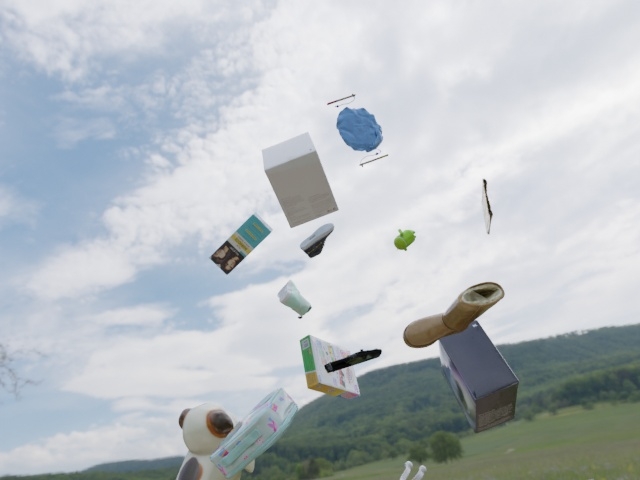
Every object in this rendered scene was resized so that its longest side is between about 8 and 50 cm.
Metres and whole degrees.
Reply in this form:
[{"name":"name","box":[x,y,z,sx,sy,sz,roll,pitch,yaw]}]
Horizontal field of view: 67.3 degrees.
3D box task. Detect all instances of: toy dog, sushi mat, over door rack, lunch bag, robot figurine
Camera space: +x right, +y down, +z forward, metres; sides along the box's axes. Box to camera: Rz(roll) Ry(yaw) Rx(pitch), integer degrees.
[{"name":"toy dog","box":[-0.419,0.808,1.760,0.285,0.407,0.396,-11,-18,43]},{"name":"sushi mat","box":[0.652,-0.126,1.886,0.019,0.151,0.316,-8,-14,16]},{"name":"over door rack","box":[0.263,0.732,1.292,0.108,0.239,0.324,-30,-16,-37]},{"name":"lunch bag","box":[-0.206,0.605,1.500,0.279,0.108,0.224,-45,-3,12]},{"name":"robot figurine","box":[0.371,-0.003,2.122,0.115,0.067,0.101,-38,-52,-26]}]

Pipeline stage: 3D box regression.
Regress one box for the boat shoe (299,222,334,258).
[{"name":"boat shoe","box":[0.000,0.000,2.156,0.183,0.065,0.083,-36,-57,5]}]

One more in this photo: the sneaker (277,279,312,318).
[{"name":"sneaker","box":[-0.115,0.273,2.214,0.151,0.256,0.094,38,-83,-10]}]

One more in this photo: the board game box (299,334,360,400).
[{"name":"board game box","box":[0.046,0.596,2.240,0.064,0.242,0.317,-34,-43,25]}]

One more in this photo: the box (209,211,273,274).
[{"name":"box","box":[-0.303,0.012,1.833,0.244,0.100,0.060,-44,7,9]}]

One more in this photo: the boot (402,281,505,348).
[{"name":"boot","box":[0.376,0.217,1.406,0.236,0.089,0.269,-18,-24,-15]}]

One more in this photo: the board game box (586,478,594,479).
[{"name":"board game box","box":[0.632,0.802,1.269,0.292,0.231,0.141,-12,-42,-4]}]

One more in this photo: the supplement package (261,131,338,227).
[{"name":"supplement package","box":[-0.078,-0.229,1.812,0.200,0.198,0.262,-21,-56,3]}]

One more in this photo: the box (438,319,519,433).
[{"name":"box","box":[0.598,0.523,1.853,0.183,0.296,0.293,-20,-47,-4]}]

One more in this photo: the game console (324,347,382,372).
[{"name":"game console","box":[0.154,0.462,1.900,0.214,0.043,0.361,-12,-17,-18]}]

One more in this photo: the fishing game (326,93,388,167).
[{"name":"fishing game","box":[0.136,-0.394,1.710,0.189,0.263,0.041,-29,-3,-30]}]
